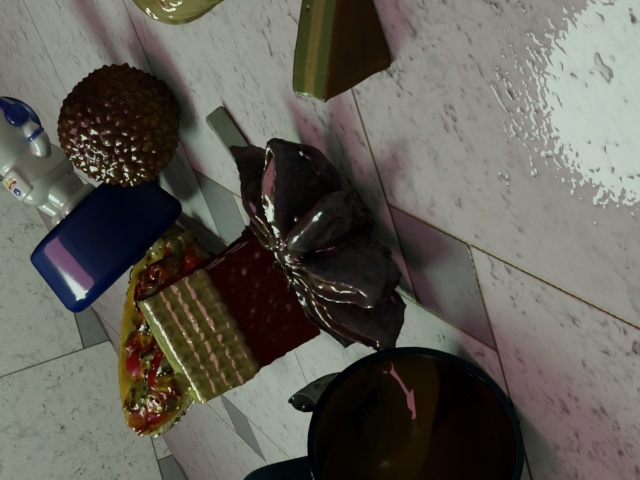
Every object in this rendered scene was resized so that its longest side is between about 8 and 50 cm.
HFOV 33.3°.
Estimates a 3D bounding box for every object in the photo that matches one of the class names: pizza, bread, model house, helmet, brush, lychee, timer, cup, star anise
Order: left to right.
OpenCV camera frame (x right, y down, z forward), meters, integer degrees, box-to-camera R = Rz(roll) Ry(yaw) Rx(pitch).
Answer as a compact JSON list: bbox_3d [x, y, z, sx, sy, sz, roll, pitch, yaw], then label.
[{"bbox_3d":[-0.459,-0.095,1.845,0.383,0.270,0.270,46,162,-9],"label":"timer"},{"bbox_3d":[-0.329,-0.188,1.713,0.238,0.200,0.200,34,150,32],"label":"lychee"},{"bbox_3d":[-0.243,0.117,1.911,0.406,0.130,0.439,-21,62,47],"label":"pizza"},{"bbox_3d":[-0.152,0.119,1.651,0.196,0.254,0.160,61,157,-9],"label":"model house"},{"bbox_3d":[-0.105,-0.111,1.525,0.178,0.033,0.030,55,166,9],"label":"brush"},{"bbox_3d":[0.001,0.002,1.321,0.331,0.118,0.331,54,169,16],"label":"star anise"},{"bbox_3d":[0.001,-0.217,1.039,0.074,0.084,0.139,29,144,56],"label":"bread"},{"bbox_3d":[0.049,0.262,1.605,0.153,0.107,0.177,25,161,53],"label":"helmet"},{"bbox_3d":[0.085,0.319,1.313,0.242,0.308,0.292,43,159,22],"label":"cup"}]

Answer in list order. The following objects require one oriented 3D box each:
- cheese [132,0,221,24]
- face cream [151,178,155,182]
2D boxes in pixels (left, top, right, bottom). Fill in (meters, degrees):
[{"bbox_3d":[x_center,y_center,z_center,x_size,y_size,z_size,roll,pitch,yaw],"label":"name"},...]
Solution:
[{"bbox_3d":[-0.169,-0.362,1.197,0.214,0.117,0.226,-16,100,63],"label":"cheese"},{"bbox_3d":[-0.365,-0.122,2.035,0.096,0.096,0.214,50,159,22],"label":"face cream"}]
